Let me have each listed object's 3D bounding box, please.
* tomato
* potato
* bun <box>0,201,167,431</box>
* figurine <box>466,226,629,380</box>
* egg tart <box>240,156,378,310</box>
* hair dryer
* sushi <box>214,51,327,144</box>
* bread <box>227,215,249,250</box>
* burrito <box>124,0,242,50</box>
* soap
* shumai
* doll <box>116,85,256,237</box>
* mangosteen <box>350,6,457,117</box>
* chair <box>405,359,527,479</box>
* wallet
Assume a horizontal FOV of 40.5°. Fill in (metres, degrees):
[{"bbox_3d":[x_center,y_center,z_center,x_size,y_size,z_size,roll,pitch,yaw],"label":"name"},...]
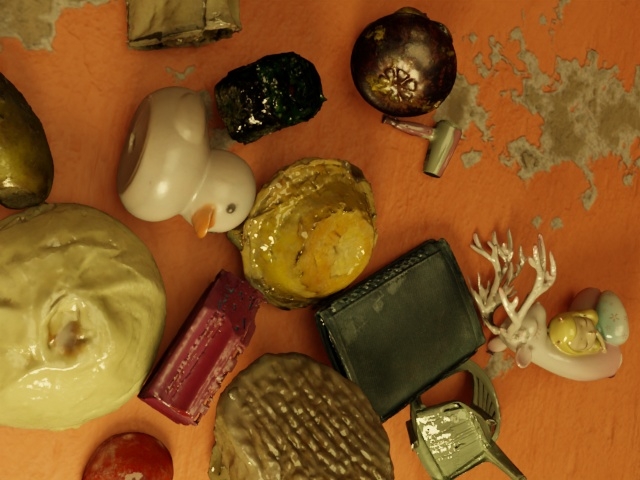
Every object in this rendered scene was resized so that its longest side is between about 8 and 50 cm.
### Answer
[{"bbox_3d":[-0.305,0.391,1.391,0.139,0.091,0.159,41,76,-17],"label":"tomato"},{"bbox_3d":[-0.480,-0.158,1.291,0.251,0.113,0.149,57,25,-9],"label":"potato"},{"bbox_3d":[-0.397,0.118,1.292,0.364,0.202,0.365,-1,93,-24],"label":"bun"},{"bbox_3d":[0.427,0.123,1.679,0.315,0.206,0.285,3,94,-30],"label":"figurine"},{"bbox_3d":[0.000,0.000,1.471,0.294,0.116,0.295,-18,121,-32],"label":"egg tart"},{"bbox_3d":[0.183,-0.196,1.642,0.154,0.054,0.106,27,83,-11],"label":"hair dryer"},{"bbox_3d":[-0.076,-0.241,1.423,0.124,0.127,0.225,69,24,-9],"label":"sushi"},{"bbox_3d":[-0.104,-0.018,1.500,0.110,0.060,0.066,-30,114,-24],"label":"bread"},{"bbox_3d":[-0.222,-0.481,1.403,0.135,0.190,0.332,-10,98,-59],"label":"burrito"},{"bbox_3d":[-0.184,0.171,1.400,0.099,0.162,0.250,35,67,-8],"label":"soap"},{"bbox_3d":[-0.054,0.357,1.417,0.314,0.262,0.267,35,50,-3],"label":"shumai"},{"bbox_3d":[-0.201,-0.117,1.368,0.221,0.221,0.251,10,53,-24],"label":"doll"},{"bbox_3d":[0.156,-0.331,1.566,0.192,0.192,0.217,40,43,-19],"label":"mangosteen"},{"bbox_3d":[0.265,0.356,1.596,0.190,0.275,0.203,-27,103,2],"label":"chair"},{"bbox_3d":[0.147,0.164,1.579,0.342,0.075,0.237,-29,98,-36],"label":"wallet"}]
